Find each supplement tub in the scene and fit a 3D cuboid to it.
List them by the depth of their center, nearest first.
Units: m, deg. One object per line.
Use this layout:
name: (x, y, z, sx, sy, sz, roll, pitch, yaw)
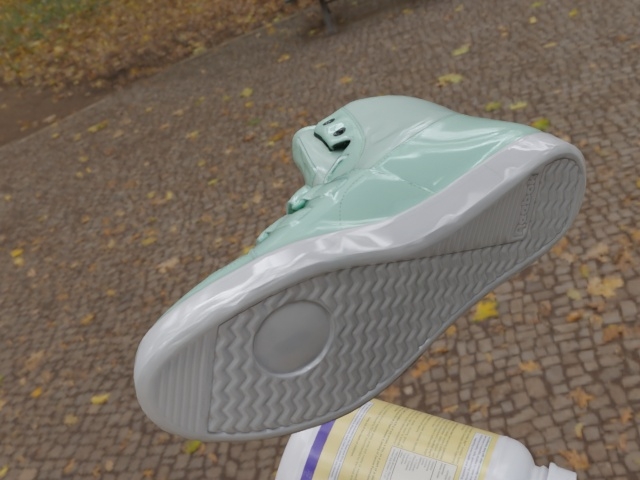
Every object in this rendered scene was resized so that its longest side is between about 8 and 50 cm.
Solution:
supplement tub: (0.127, 0.339, 0.922, 0.331, 0.241, 0.241, 12, 43, 21)

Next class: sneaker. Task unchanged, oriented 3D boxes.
sneaker: (0.000, 0.000, 0.401, 0.256, 0.094, 0.151, -28, 36, -24)
